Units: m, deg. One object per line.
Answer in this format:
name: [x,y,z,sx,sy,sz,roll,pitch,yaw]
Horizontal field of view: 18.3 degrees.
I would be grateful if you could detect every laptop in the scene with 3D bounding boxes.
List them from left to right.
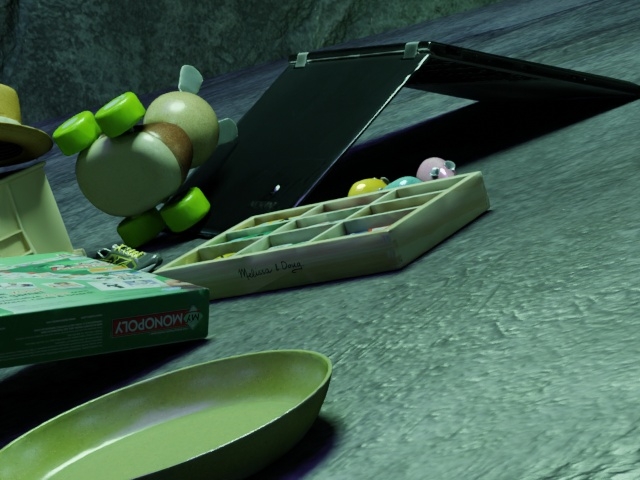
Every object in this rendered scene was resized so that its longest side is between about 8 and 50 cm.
laptop: [0.071,-0.092,2.200,0.408,0.236,0.382,9,0,-23]

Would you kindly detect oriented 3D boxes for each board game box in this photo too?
board game box: [-0.278,0.058,1.601,0.317,0.046,0.213,-6,12,-40]

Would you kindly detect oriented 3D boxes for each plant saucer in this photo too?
plant saucer: [-0.102,0.131,1.279,0.241,0.037,0.241,-17,10,3]

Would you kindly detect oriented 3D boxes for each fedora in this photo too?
fedora: [-0.388,-0.132,2.171,0.194,0.079,0.194,-1,-12,0]

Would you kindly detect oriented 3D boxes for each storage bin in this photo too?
storage bin: [-0.452,0.022,2.195,0.262,0.123,0.260,-8,15,40]

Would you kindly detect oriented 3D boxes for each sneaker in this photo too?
sneaker: [-0.198,0.020,2.015,0.083,0.035,0.031,-11,13,32]

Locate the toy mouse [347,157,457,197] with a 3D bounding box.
toy mouse: [0.090,-0.054,1.927,0.161,0.031,0.143,-26,13,-37]

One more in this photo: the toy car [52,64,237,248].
toy car: [-0.170,-0.112,2.190,0.149,0.155,0.188,-18,22,44]

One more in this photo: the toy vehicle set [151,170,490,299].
toy vehicle set: [0.000,0.000,1.789,0.267,0.035,0.166,-10,13,36]
